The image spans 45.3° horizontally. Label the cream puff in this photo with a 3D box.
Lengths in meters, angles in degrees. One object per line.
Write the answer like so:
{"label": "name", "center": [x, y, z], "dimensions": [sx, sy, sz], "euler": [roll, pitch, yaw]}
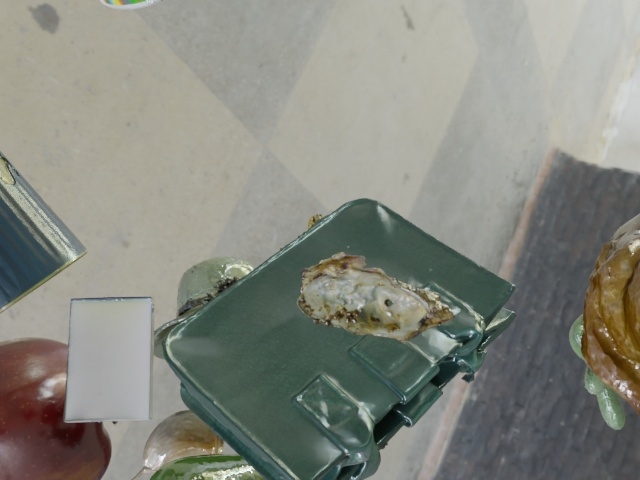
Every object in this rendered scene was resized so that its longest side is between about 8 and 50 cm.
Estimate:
{"label": "cream puff", "center": [0.298, 0.033, 0.542], "dimensions": [0.269, 0.240, 0.155], "euler": [17, 57, -75]}

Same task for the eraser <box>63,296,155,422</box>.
{"label": "eraser", "center": [-0.254, 0.144, 0.933], "dimensions": [0.023, 0.103, 0.151], "euler": [97, -8, -74]}

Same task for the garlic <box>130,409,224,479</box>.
{"label": "garlic", "center": [-0.205, 0.286, 1.107], "dimensions": [0.084, 0.152, 0.066], "euler": [-106, -176, -67]}

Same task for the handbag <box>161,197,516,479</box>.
{"label": "handbag", "center": [0.024, 0.103, 0.805], "dimensions": [0.326, 0.238, 0.089], "euler": [-35, 142, -29]}

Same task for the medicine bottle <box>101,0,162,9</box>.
{"label": "medicine bottle", "center": [-0.298, -0.425, 1.055], "dimensions": [0.219, 0.115, 0.078], "euler": [65, 38, -49]}

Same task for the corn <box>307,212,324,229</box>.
{"label": "corn", "center": [0.000, 0.000, 0.951], "dimensions": [0.027, 0.028, 0.083], "euler": [-43, 140, -39]}

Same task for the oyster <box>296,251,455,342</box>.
{"label": "oyster", "center": [0.044, 0.051, 0.640], "dimensions": [0.132, 0.086, 0.029], "euler": [37, 30, -23]}

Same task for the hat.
{"label": "hat", "center": [-0.162, 0.099, 1.256], "dimensions": [0.257, 0.257, 0.130], "euler": [32, 40, -58]}

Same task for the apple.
{"label": "apple", "center": [-0.478, 0.295, 1.199], "dimensions": [0.316, 0.288, 0.288], "euler": [-16, 125, -11]}

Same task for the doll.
{"label": "doll", "center": [0.357, 0.153, 0.948], "dimensions": [0.115, 0.077, 0.151], "euler": [-41, 119, -56]}

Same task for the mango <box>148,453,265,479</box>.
{"label": "mango", "center": [-0.120, 0.325, 0.950], "dimensions": [0.251, 0.156, 0.114], "euler": [21, 57, -53]}

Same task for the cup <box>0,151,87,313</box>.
{"label": "cup", "center": [-0.302, -0.014, 0.664], "dimensions": [0.131, 0.176, 0.155], "euler": [-36, 101, -13]}
